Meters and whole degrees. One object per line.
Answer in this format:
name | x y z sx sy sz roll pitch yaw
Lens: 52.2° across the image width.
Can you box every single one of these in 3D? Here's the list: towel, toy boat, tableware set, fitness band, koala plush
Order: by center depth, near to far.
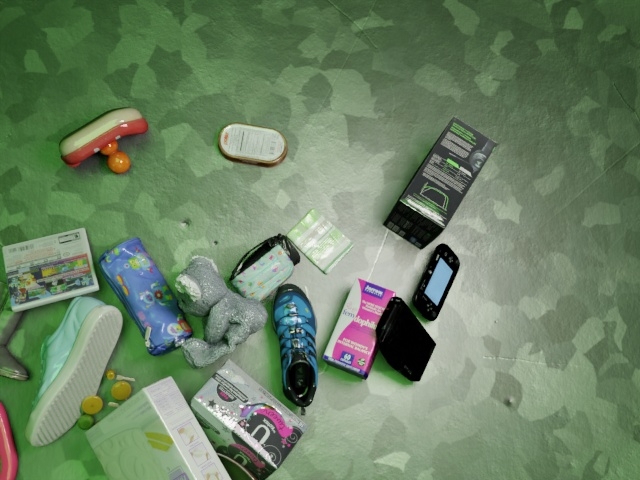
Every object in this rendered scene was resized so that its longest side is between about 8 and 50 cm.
fitness band | -0.833 0.491 1.532 0.209 0.054 0.290 -18 81 -11
koala plush | -0.255 0.145 1.538 0.203 0.196 0.221 -29 100 16
tableware set | -0.520 0.389 1.578 0.104 0.024 0.154 19 89 -24
toy boat | -0.545 -0.242 1.686 0.231 0.151 0.151 -34 113 -10
towel | 0.000 0.000 1.725 0.152 0.023 0.113 43 77 5

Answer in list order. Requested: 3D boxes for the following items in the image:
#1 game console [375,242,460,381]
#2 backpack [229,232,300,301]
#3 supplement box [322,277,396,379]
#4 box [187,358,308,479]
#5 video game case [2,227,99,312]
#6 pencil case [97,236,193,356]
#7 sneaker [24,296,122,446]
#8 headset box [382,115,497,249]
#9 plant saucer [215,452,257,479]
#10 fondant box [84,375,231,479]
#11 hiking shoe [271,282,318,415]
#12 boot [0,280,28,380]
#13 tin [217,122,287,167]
game console | 0.257 0.161 1.647 0.213 0.044 0.361 50 58 -39
backpack | -0.138 0.072 1.640 0.182 0.152 0.115 -40 87 -5
supplement box | 0.102 0.220 1.632 0.111 0.114 0.220 19 75 14
box | -0.184 0.429 1.521 0.247 0.163 0.142 39 46 3
video game case | -0.666 0.069 1.611 0.201 0.023 0.183 -15 61 -16
pencil case | -0.432 0.142 1.602 0.119 0.133 0.306 -37 80 29
sneaker | -0.614 0.304 1.570 0.150 0.135 0.365 23 80 30
headset box | 0.303 -0.147 1.671 0.131 0.246 0.283 33 76 3
plant saucer | -0.227 0.623 1.490 0.311 0.050 0.310 4 98 27
fondant box | -0.354 0.508 1.459 0.238 0.096 0.330 -38 80 26
hiking shoe | -0.049 0.255 1.582 0.113 0.132 0.304 -9 94 -10
boot | -0.757 0.219 1.592 0.190 0.076 0.208 24 70 -2
tin | -0.182 -0.259 1.759 0.190 0.040 0.106 9 73 -3
